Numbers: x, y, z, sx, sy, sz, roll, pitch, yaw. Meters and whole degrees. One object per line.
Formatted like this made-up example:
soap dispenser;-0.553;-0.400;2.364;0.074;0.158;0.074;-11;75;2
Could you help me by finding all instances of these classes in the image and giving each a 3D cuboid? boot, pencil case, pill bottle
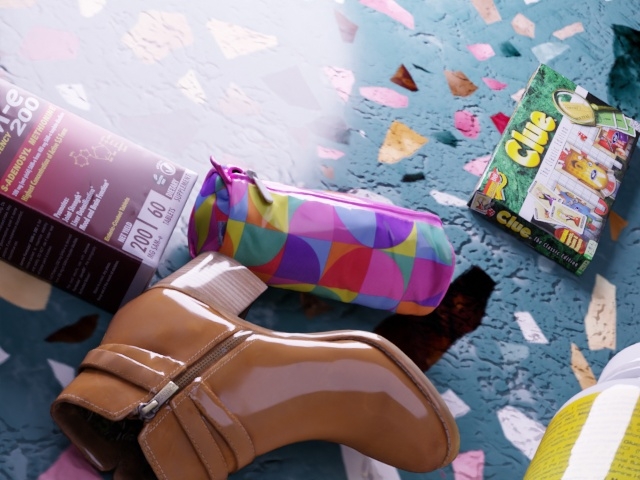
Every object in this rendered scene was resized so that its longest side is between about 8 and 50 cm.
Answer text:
boot;-0.049;0.139;1.324;0.283;0.109;0.220;37;42;6
pencil case;0.000;0.000;1.491;0.236;0.104;0.104;13;45;-24
pill bottle;0.245;0.230;1.352;0.188;0.188;0.334;33;42;2

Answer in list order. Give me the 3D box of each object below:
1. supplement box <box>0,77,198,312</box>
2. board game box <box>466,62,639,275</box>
supplement box;-0.236;-0.048;1.421;0.239;0.073;0.130;25;42;-6
board game box;0.248;-0.080;1.775;0.136;0.030;0.259;29;41;1
